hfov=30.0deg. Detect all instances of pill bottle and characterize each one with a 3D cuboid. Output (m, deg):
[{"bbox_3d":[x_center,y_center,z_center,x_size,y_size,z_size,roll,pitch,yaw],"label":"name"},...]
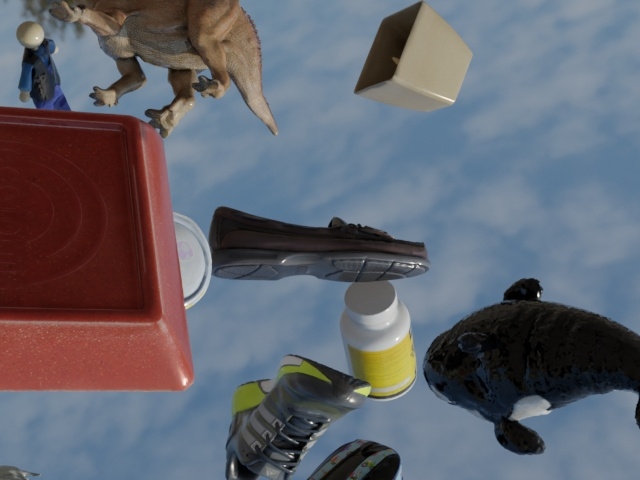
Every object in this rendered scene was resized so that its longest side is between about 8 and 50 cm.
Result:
[{"bbox_3d":[0.083,0.142,1.736,0.103,0.184,0.103,-6,-135,6],"label":"pill bottle"}]

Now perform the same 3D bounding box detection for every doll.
[{"bbox_3d":[-0.389,-0.230,1.681,0.046,0.189,0.129,3,-131,12],"label":"doll"}]

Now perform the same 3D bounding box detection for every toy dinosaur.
[{"bbox_3d":[-0.152,-0.228,1.209,0.296,0.127,0.200,24,-126,-4],"label":"toy dinosaur"}]

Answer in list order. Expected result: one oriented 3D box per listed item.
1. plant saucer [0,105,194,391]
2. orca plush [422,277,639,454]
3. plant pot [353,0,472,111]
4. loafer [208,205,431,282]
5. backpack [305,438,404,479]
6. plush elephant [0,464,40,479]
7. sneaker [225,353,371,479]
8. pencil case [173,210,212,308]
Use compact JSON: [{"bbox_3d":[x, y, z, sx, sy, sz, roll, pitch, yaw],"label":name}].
[{"bbox_3d":[-0.226,-0.011,0.860,0.259,0.047,0.258,3,-131,-19],"label":"plant saucer"},{"bbox_3d":[0.161,0.109,0.992,0.102,0.151,0.287,9,-175,-31],"label":"orca plush"},{"bbox_3d":[0.121,-0.215,1.472,0.109,0.096,0.109,-6,-120,65],"label":"plant pot"},{"bbox_3d":[0.000,0.000,1.591,0.303,0.095,0.109,1,162,-13],"label":"loafer"},{"bbox_3d":[0.048,0.378,1.729,0.173,0.117,0.158,-44,-150,-26],"label":"backpack"},{"bbox_3d":[-0.430,0.191,1.014,0.330,0.271,0.255,24,-172,8],"label":"plush elephant"},{"bbox_3d":[-0.033,0.222,1.422,0.300,0.111,0.121,-42,-150,60],"label":"sneaker"},{"bbox_3d":[-0.225,0.053,1.336,0.273,0.113,0.124,-24,-119,55],"label":"pencil case"}]
